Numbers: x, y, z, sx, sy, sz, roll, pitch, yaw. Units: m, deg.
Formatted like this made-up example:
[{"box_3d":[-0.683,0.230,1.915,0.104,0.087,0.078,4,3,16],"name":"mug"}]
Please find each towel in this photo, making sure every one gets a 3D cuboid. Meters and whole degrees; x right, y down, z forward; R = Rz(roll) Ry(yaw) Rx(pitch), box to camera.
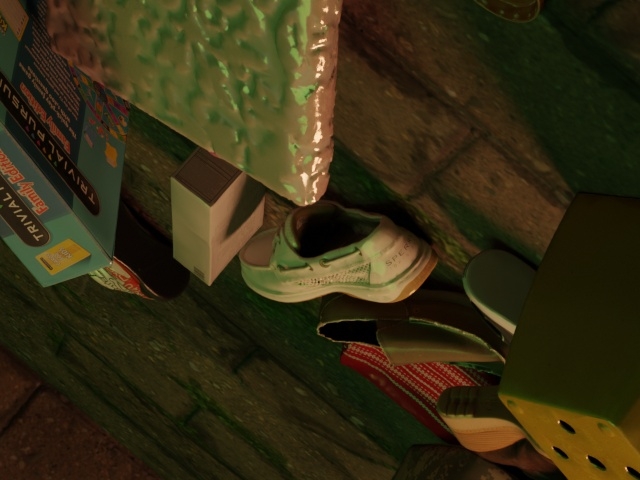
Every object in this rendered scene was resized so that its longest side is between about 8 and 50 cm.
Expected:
[{"box_3d":[-0.108,-0.223,1.578,0.317,0.053,0.331,32,142,26],"name":"towel"},{"box_3d":[0.117,0.146,2.175,0.199,0.031,0.275,37,161,5],"name":"towel"}]

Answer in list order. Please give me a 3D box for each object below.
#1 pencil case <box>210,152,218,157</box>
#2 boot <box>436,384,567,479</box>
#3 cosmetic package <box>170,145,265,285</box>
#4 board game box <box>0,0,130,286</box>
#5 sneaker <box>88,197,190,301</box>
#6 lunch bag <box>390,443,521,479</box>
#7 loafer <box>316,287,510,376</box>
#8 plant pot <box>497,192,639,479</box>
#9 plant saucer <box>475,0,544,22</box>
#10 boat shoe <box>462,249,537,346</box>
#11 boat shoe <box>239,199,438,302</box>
[{"box_3d":[-0.106,-0.161,1.798,0.098,0.095,0.209,-8,138,18],"name":"pencil case"},{"box_3d":[0.262,0.207,1.997,0.248,0.090,0.207,6,160,40],"name":"boot"},{"box_3d":[-0.109,-0.042,2.070,0.060,0.099,0.239,39,161,11],"name":"cosmetic package"},{"box_3d":[-0.272,-0.165,1.775,0.079,0.336,0.253,-19,132,19],"name":"board game box"},{"box_3d":[-0.295,-0.023,2.477,0.270,0.090,0.145,47,158,-29],"name":"sneaker"},{"box_3d":[0.187,0.419,2.273,0.305,0.256,0.212,38,164,-18],"name":"lunch bag"},{"box_3d":[0.102,0.100,1.976,0.251,0.087,0.094,16,152,32],"name":"loafer"},{"box_3d":[0.272,0.107,1.540,0.212,0.187,0.212,49,159,-27],"name":"plant pot"},{"box_3d":[0.127,-0.192,1.399,0.083,0.013,0.083,34,161,13],"name":"plant saucer"},{"box_3d":[0.223,0.099,1.791,0.228,0.080,0.076,37,167,12],"name":"boat shoe"},{"box_3d":[0.000,0.000,1.968,0.277,0.098,0.096,-2,136,50],"name":"boat shoe"}]
